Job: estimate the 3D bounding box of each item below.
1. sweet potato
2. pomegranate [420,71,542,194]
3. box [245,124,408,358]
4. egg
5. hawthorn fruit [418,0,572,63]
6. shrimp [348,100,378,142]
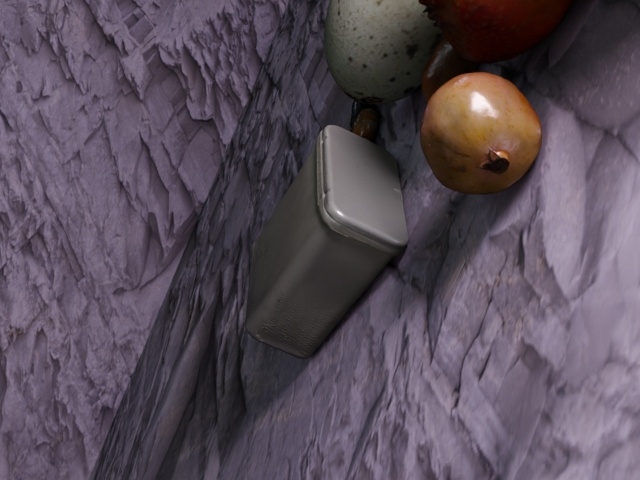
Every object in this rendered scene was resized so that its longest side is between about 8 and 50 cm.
[{"bbox_3d":[0.283,-0.381,1.645,0.291,0.097,0.097,-58,19,16],"label":"sweet potato"},{"bbox_3d":[0.237,-0.158,1.315,0.191,0.191,0.191,-52,21,29],"label":"pomegranate"},{"bbox_3d":[0.000,0.000,1.747,0.343,0.177,0.351,-53,21,29],"label":"box"},{"bbox_3d":[0.158,-0.457,1.792,0.287,0.288,0.379,-101,27,-62],"label":"egg"},{"bbox_3d":[0.315,-0.465,1.438,0.330,0.287,0.287,-34,24,8],"label":"hawthorn fruit"},{"bbox_3d":[0.070,-0.268,2.118,0.222,0.054,0.290,-42,31,47],"label":"shrimp"}]
